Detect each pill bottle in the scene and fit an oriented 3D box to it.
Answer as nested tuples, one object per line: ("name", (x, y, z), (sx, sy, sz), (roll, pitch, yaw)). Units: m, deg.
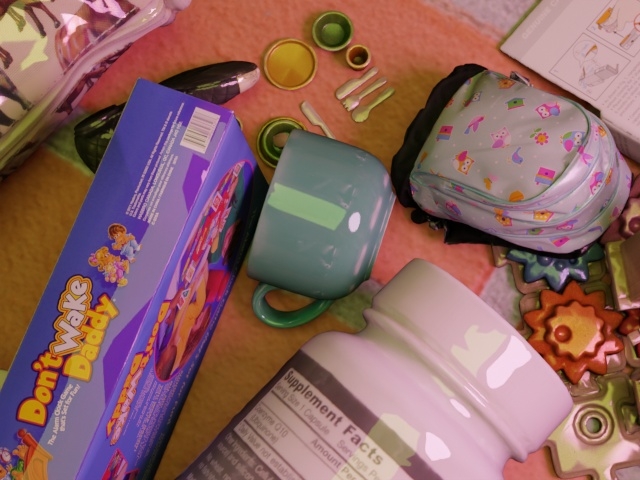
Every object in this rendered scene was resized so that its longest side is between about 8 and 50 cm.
("pill bottle", (0.011, 0.200, 1.066), (0.204, 0.204, 0.361), (43, 83, 8))

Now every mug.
("mug", (0.003, -0.009, 1.155), (0.097, 0.158, 0.129), (17, 56, 2))

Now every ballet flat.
("ballet flat", (-0.131, -0.111, 1.213), (0.173, 0.057, 0.049), (-23, 113, 2))

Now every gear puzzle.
("gear puzzle", (0.255, 0.114, 1.157), (0.175, 0.044, 0.339), (-10, 79, -1))

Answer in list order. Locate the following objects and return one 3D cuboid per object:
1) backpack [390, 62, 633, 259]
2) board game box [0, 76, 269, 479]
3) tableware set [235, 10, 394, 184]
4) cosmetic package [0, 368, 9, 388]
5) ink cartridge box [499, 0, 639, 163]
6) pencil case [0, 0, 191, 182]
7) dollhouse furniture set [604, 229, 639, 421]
("backpack", (0.156, -0.060, 1.130), (0.182, 0.115, 0.152), (27, 85, 38))
("board game box", (-0.150, 0.077, 1.077), (0.078, 0.233, 0.347), (21, 80, 9))
("tableware set", (-0.020, -0.128, 1.220), (0.154, 0.024, 0.104), (-36, 80, -5))
("cosmetic package", (-0.361, 0.208, 1.082), (0.224, 0.138, 0.224), (9, 63, 5))
("ink cartridge box", (0.332, -0.192, 1.207), (0.239, 0.060, 0.275), (38, 82, 31))
("pencil case", (-0.297, -0.109, 1.153), (0.183, 0.160, 0.410), (41, 83, 17))
("dollhouse furniture set", (0.304, 0.053, 1.059), (0.101, 0.182, 0.161), (-7, 78, -7))
